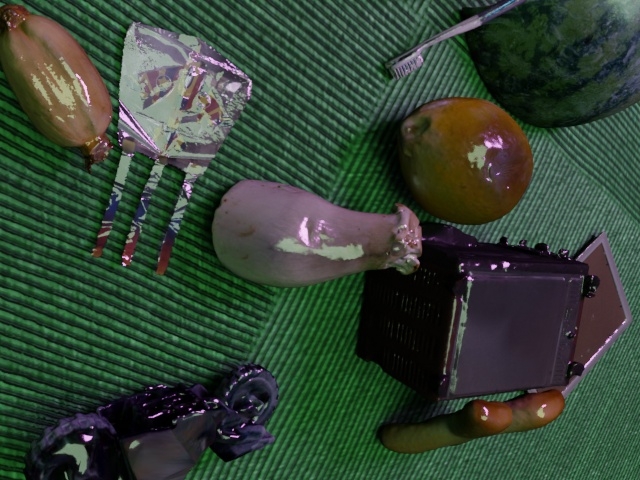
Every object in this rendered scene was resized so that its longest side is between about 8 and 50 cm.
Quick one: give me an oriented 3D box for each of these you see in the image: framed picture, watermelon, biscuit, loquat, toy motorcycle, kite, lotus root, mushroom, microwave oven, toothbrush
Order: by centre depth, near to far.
[{"bbox_3d":[-0.229,-0.133,0.502,0.073,0.062,0.150,-31,113,-14],"label":"lotus root"},{"bbox_3d":[-0.159,-0.090,0.578,0.141,0.015,0.245,19,86,-30],"label":"kite"},{"bbox_3d":[-0.158,0.225,0.590,0.270,0.106,0.159,-6,106,-40],"label":"toy motorcycle"},{"bbox_3d":[0.000,0.000,0.615,0.225,0.093,0.116,9,84,2],"label":"mushroom"},{"bbox_3d":[0.209,-0.274,0.678,0.288,0.024,0.026,-29,122,8],"label":"toothbrush"},{"bbox_3d":[0.171,-0.099,0.695,0.195,0.152,0.152,25,86,-39],"label":"loquat"},{"bbox_3d":[0.195,0.084,0.724,0.247,0.178,0.188,4,100,-31],"label":"microwave oven"},{"bbox_3d":[0.196,0.242,0.748,0.164,0.208,0.047,1,65,-32],"label":"biscuit"},{"bbox_3d":[0.360,-0.261,0.755,0.256,0.260,0.176,38,66,-47],"label":"watermelon"},{"bbox_3d":[0.423,0.146,0.960,0.273,0.016,0.216,-39,117,-18],"label":"framed picture"}]
